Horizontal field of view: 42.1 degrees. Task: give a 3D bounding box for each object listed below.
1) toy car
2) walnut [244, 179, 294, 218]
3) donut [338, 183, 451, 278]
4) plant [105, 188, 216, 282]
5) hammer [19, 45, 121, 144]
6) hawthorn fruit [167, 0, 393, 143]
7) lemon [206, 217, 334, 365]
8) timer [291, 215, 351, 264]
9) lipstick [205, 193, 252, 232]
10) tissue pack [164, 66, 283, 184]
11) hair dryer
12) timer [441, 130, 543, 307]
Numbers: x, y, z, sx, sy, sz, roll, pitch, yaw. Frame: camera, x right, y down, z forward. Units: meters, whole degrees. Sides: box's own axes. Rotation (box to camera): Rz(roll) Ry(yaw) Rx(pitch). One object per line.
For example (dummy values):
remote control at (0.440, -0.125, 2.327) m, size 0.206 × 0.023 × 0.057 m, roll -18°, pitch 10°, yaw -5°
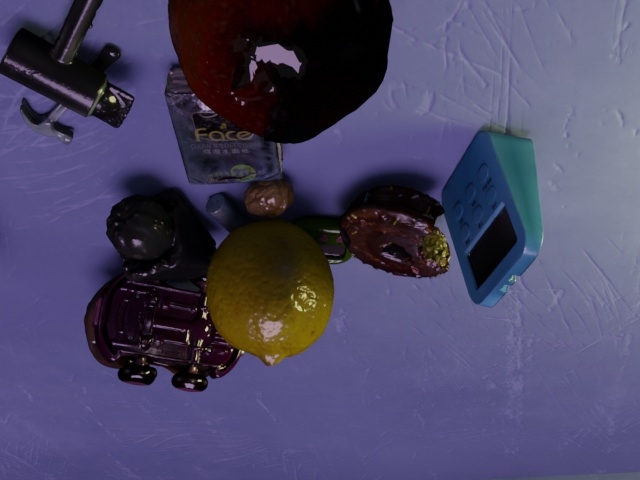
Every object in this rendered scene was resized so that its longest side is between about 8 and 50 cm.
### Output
toy car at (-0.349, 0.197, 1.839) m, size 0.341 × 0.271 × 0.240 m, roll 14°, pitch 162°, yaw -20°
walnut at (-0.096, -0.082, 1.545) m, size 0.096 × 0.082 × 0.079 m, roll -21°, pitch 172°, yaw 38°
donut at (0.147, -0.019, 1.586) m, size 0.216 × 0.096 × 0.230 m, roll 0°, pitch 146°, yaw 35°
plant at (-0.309, -0.002, 1.602) m, size 0.142 × 0.164 × 0.256 m, roll -14°, pitch 155°, yaw 22°
hammer at (-0.404, -0.245, 1.353) m, size 0.103 × 0.029 × 0.246 m, roll 25°, pitch 138°, yaw -32°
hawthorn fruit at (-0.051, -0.272, 1.053) m, size 0.316 × 0.315 × 0.316 m, roll 1°, pitch 146°, yaw 0°
lemon at (-0.095, 0.093, 1.568) m, size 0.267 × 0.267 × 0.267 m, roll 1°, pitch 146°, yaw 0°
timer at (0.000, 0.000, 1.692) m, size 0.140 × 0.047 × 0.128 m, roll 4°, pitch 145°, yaw -5°
lipstick at (-0.165, -0.032, 1.646) m, size 0.048 × 0.048 × 0.158 m, roll -16°, pitch 143°, yaw 24°
tissue pack at (-0.154, -0.188, 1.388) m, size 0.174 × 0.073 × 0.235 m, roll -1°, pitch 147°, yaw 1°
hair dryer at (-0.339, -0.295, 1.224) m, size 0.196 × 0.078 × 0.248 m, roll 27°, pitch 129°, yaw -17°
timer at (0.296, -0.034, 1.449) m, size 0.091 × 0.249 × 0.232 m, roll 8°, pitch 145°, yaw -12°
